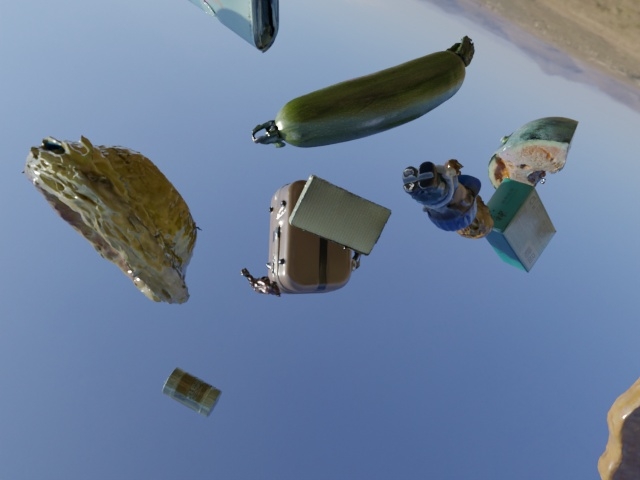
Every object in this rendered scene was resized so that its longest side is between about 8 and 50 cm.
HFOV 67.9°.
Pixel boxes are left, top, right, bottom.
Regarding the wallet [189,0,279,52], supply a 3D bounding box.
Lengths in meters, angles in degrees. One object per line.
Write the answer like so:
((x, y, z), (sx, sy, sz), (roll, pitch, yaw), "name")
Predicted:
((-0.166, -0.433, 0.753), (0.075, 0.176, 0.250), (-37, -114, -27), "wallet")

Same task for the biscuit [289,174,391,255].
((0.044, -0.052, 1.039), (0.199, 0.121, 0.040), (23, -170, -18), "biscuit")

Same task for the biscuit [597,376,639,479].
((0.619, 0.286, 0.700), (0.365, 0.385, 0.062), (24, -155, -3), "biscuit")

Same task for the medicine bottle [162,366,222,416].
((-0.204, 0.241, 0.758), (0.083, 0.047, 0.047), (27, -150, 4), "medicine bottle")

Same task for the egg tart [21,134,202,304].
((-0.356, -0.042, 0.871), (0.388, 0.388, 0.169), (36, -116, 17), "egg tart")

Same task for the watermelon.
((0.596, -0.270, 1.370), (0.175, 0.322, 0.188), (28, -115, -4), "watermelon")

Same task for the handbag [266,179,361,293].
((0.000, 0.000, 1.305), (0.283, 0.149, 0.302), (9, -105, -30), "handbag")

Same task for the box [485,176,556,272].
((0.534, -0.038, 1.293), (0.245, 0.153, 0.092), (40, 175, -42), "box")

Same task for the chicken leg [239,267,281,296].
((-0.082, 0.062, 0.664), (0.083, 0.036, 0.021), (19, -123, 47), "chicken leg")

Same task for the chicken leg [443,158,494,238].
((0.322, -0.097, 1.087), (0.101, 0.085, 0.208), (2, -119, -34), "chicken leg")

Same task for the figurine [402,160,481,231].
((0.178, -0.065, 0.686), (0.149, 0.086, 0.087), (17, -117, -51), "figurine")

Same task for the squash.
((0.072, -0.173, 0.578), (0.318, 0.071, 0.080), (-25, -106, -14), "squash")
